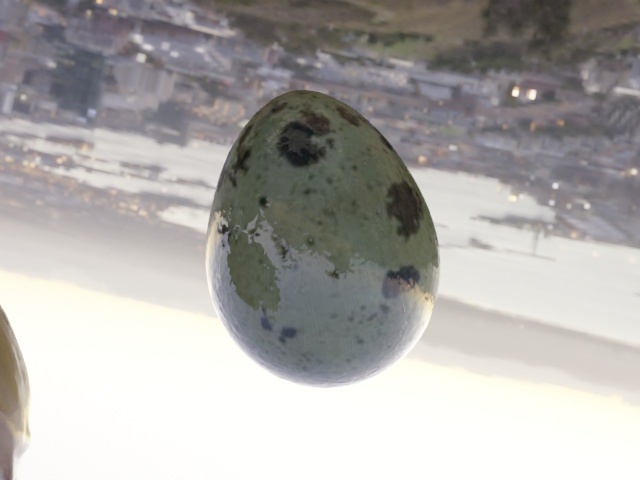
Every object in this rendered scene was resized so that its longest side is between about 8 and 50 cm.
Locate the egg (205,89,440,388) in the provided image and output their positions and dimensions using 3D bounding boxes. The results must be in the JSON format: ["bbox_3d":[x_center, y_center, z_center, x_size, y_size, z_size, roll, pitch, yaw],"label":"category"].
[{"bbox_3d":[0.000,0.000,0.828,0.177,0.228,0.177,-6,-165,2],"label":"egg"}]

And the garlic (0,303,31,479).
[{"bbox_3d":[-0.322,0.094,0.687,0.313,0.249,0.286,12,172,13],"label":"garlic"}]
